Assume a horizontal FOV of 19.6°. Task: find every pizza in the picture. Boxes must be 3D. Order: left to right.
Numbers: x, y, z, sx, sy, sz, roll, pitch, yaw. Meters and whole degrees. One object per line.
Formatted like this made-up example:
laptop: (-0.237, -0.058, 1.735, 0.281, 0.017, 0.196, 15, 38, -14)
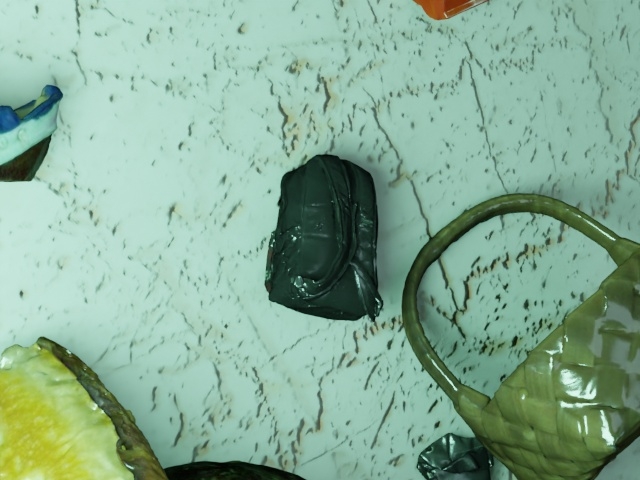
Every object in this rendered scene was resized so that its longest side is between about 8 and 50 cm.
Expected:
pizza: (-0.238, 0.304, 1.543, 0.435, 0.392, 0.080, -57, 142, -19)

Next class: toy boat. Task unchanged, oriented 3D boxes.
toy boat: (-0.341, -0.108, 1.613, 0.262, 0.114, 0.115, 0, 90, -37)

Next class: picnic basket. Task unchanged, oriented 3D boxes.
picnic basket: (0.246, 0.089, 2.000, 0.293, 0.337, 0.337, -39, 116, -22)

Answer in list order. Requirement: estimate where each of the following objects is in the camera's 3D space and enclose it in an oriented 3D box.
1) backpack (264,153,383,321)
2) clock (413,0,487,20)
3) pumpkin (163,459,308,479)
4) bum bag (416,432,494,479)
backpack: (0.003, -0.001, 1.887, 0.120, 0.106, 0.165, 23, 59, -38)
clock: (0.158, -0.313, 1.998, 0.155, 0.061, 0.113, -26, 110, -35)
pumpkin: (-0.088, 0.430, 1.712, 0.454, 0.344, 0.454, 14, 71, -48)
bum bag: (0.167, 0.306, 2.072, 0.087, 0.049, 0.197, -22, 108, -28)
